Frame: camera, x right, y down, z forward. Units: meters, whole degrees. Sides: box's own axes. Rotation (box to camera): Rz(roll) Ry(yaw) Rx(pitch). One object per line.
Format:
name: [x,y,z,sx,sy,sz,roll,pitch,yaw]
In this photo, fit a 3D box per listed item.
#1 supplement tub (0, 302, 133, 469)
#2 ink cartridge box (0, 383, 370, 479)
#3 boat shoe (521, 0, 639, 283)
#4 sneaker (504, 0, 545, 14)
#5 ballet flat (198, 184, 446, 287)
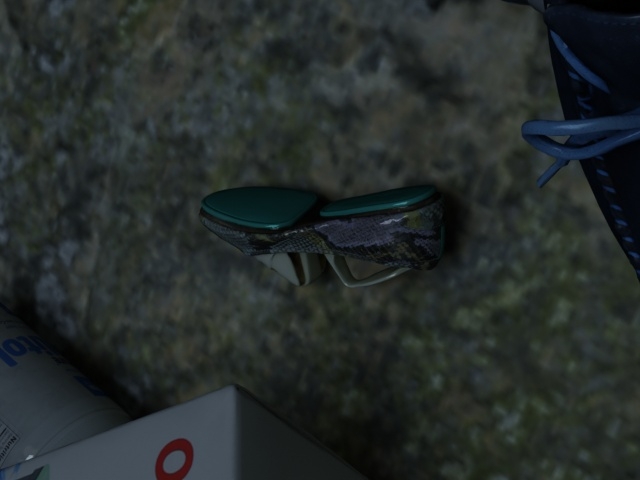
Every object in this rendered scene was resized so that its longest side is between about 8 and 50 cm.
supplement tub: [-0.135,0.078,0.808,0.107,0.071,0.071,36,114,26]
ink cartridge box: [-0.111,0.198,0.696,0.278,0.117,0.201,-22,49,24]
boat shoe: [0.096,-0.072,0.559,0.109,0.089,0.258,-18,100,23]
sneaker: [0.069,-0.190,0.635,0.098,0.083,0.224,15,103,39]
ballet flat: [0.000,0.000,0.726,0.114,0.041,0.041,0,94,36]
